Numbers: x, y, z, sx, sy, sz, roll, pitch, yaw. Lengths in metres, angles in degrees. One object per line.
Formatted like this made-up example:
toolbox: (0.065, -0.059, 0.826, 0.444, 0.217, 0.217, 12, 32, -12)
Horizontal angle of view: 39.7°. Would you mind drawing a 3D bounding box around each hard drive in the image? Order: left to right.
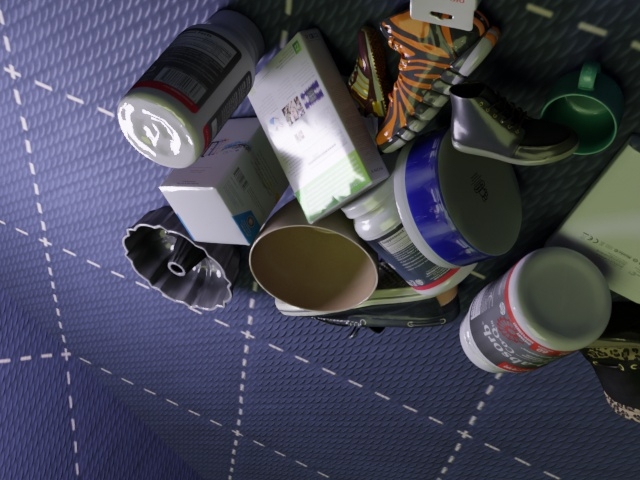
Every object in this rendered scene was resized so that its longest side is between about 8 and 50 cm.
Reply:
hard drive: (0.603, -0.029, 1.681, 0.233, 0.047, 0.353, 28, 145, 4)

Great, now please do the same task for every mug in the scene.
mug: (0.454, -0.231, 1.496, 0.129, 0.097, 0.158, 36, 143, -7)

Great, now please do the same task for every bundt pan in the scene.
bundt pan: (-0.351, 0.034, 2.353, 0.331, 0.124, 0.330, 19, 142, 16)

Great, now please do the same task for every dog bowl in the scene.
dog bowl: (0.262, -0.085, 1.663, 0.104, 0.265, 0.265, -18, 123, 44)

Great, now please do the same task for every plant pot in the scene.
plant pot: (0.000, 0.000, 1.982, 0.284, 0.190, 0.284, 7, 137, 7)

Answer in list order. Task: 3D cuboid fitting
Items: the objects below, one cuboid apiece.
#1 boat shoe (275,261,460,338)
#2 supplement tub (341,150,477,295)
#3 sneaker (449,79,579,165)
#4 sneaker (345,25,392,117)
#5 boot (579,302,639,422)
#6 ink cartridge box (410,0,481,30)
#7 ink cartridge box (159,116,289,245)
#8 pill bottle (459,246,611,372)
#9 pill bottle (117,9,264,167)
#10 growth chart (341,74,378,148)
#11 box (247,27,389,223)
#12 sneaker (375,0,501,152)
boat shoe: (0.108, 0.143, 2.120, 0.500, 0.186, 0.156, -7, 125, 33)
supplement tub: (0.191, -0.034, 1.835, 0.272, 0.191, 0.191, 44, 142, -19)
sneaker: (0.317, -0.198, 1.478, 0.222, 0.083, 0.118, 8, 137, 27)
sneaker: (0.080, -0.312, 1.667, 0.084, 0.069, 0.185, 0, 125, 24)
boot: (0.730, 0.271, 1.875, 0.378, 0.138, 0.284, -1, 133, 41)
ink cartridge box: (0.207, -0.441, 1.403, 0.115, 0.067, 0.198, 18, 139, 17)
ink cartridge box: (-0.198, -0.133, 1.951, 0.168, 0.232, 0.171, 3, 137, 35)
pill bottle: (0.432, 0.162, 1.854, 0.210, 0.210, 0.363, 30, 158, 0)
pill bottle: (-0.233, -0.302, 1.698, 0.176, 0.318, 0.176, 19, 142, 15)
growth chart: (0.051, -0.249, 1.819, 0.172, 0.021, 0.237, 20, 143, 14)
box: (-0.014, -0.219, 1.744, 0.232, 0.059, 0.321, -31, 82, 52)
sneaker: (0.161, -0.312, 1.585, 0.180, 0.124, 0.321, 39, 125, -2)
